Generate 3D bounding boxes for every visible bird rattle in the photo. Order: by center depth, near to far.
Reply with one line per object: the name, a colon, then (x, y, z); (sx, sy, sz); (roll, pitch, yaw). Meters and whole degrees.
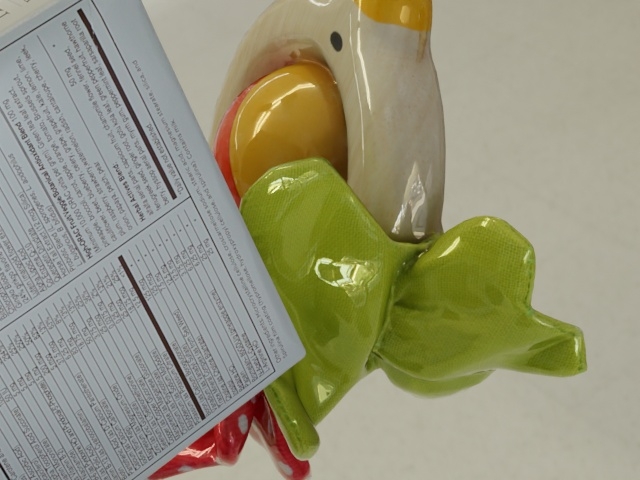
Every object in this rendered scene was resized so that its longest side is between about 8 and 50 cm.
bird rattle: (0.000, 0.000, 0.709); (0.143, 0.206, 0.253); (6, -9, -19)

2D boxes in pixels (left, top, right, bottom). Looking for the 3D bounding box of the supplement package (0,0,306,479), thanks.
supplement package: (-0.156, 0.012, 0.543); (0.203, 0.149, 0.194); (-37, 31, -21)
